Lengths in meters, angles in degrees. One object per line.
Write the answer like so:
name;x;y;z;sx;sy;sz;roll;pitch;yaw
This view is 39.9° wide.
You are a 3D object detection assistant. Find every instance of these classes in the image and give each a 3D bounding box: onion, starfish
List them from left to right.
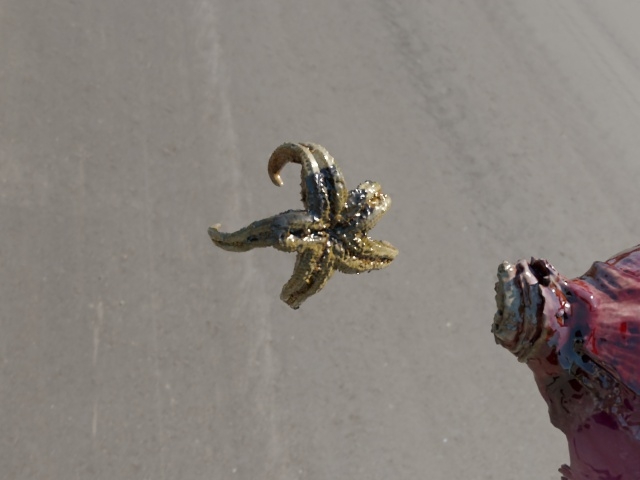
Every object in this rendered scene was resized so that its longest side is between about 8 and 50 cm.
starfish;0.000;0.000;0.808;0.190;0.146;0.074;29;7;-37
onion;0.279;0.108;0.627;0.349;0.159;0.267;23;77;-38
